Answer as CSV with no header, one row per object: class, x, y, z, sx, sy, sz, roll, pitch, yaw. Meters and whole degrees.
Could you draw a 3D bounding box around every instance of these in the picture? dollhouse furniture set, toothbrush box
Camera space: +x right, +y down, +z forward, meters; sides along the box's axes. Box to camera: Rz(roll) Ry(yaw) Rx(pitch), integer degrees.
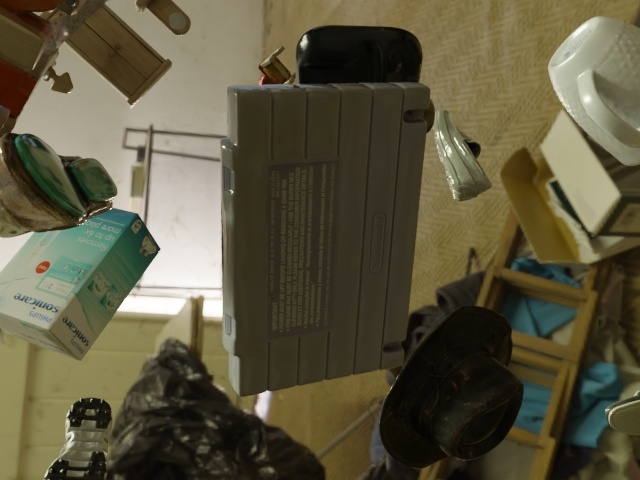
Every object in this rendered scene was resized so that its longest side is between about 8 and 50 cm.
dollhouse furniture set,-0.082,-0.360,2.014,0.152,0.374,0.201,-21,28,53
dollhouse furniture set,-0.335,-0.357,1.113,0.303,0.174,0.355,-49,13,-8
toothbrush box,-0.508,0.070,1.368,0.295,0.217,0.126,-60,-31,-29

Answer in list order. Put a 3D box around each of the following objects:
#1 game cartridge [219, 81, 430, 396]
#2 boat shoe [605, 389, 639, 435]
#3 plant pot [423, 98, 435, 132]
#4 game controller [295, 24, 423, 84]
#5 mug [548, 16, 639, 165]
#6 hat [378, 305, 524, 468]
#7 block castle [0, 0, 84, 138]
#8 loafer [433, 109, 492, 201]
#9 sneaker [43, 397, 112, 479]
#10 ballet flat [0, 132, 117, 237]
game cartridge,0.000,0.000,0.766,0.068,0.230,0.354,-131,40,-62
boat shoe,0.690,0.348,1.397,0.079,0.233,0.083,-140,44,-68
plant pot,0.160,-0.308,1.642,0.215,0.231,0.215,12,105,55
game controller,0.049,-0.170,0.963,0.319,0.167,0.067,90,-168,-54
mug,0.743,-0.367,1.668,0.276,0.328,0.374,-44,12,44
hat,0.268,0.286,1.188,0.134,0.332,0.331,27,111,51
block castle,-0.334,-0.212,0.570,0.453,0.213,0.303,-53,25,17
loafer,0.386,-0.244,1.852,0.112,0.112,0.319,65,-168,-55
sneaker,-0.337,0.330,0.936,0.234,0.078,0.106,-109,29,-64
ballet flat,-0.314,-0.046,0.754,0.107,0.106,0.316,61,178,-1
